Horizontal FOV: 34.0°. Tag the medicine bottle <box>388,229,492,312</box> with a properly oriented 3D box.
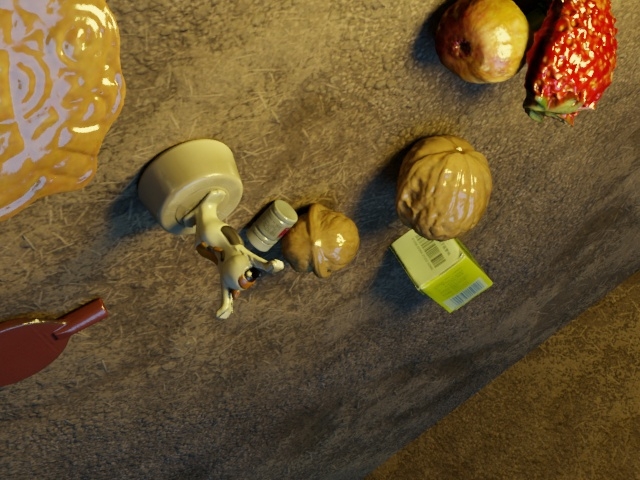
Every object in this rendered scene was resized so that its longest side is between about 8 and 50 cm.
[{"bbox_3d":[0.283,0.059,2.433,0.141,0.137,0.250,-35,152,9],"label":"medicine bottle"}]

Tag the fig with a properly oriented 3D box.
[{"bbox_3d":[0.318,-0.347,1.804,0.257,0.159,0.159,-10,146,-43],"label":"fig"}]

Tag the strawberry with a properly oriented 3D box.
[{"bbox_3d":[0.450,-0.347,1.786,0.306,0.137,0.233,-69,160,1],"label":"strawberry"}]

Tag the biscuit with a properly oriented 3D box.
[{"bbox_3d":[-0.413,-0.190,1.279,0.365,0.062,0.385,-17,126,-27],"label":"biscuit"}]

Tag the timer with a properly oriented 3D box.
[{"bbox_3d":[-0.173,-0.014,1.728,0.175,0.266,0.175,-23,152,-13],"label":"timer"}]

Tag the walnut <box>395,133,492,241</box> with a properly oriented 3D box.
[{"bbox_3d":[0.239,-0.101,2.067,0.213,0.213,0.213,-23,151,-14],"label":"walnut"}]

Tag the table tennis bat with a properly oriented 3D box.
[{"bbox_3d":[-0.542,0.195,1.954,0.310,0.038,0.200,-27,152,-6],"label":"table tennis bat"}]

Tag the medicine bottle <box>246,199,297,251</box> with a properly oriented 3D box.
[{"bbox_3d":[-0.093,-0.029,2.004,0.091,0.058,0.058,-45,149,25],"label":"medicine bottle"}]

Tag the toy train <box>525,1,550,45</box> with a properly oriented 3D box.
[{"bbox_3d":[0.383,-0.381,1.911,0.122,0.050,0.081,-35,141,5],"label":"toy train"}]

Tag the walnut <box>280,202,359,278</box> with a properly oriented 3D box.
[{"bbox_3d":[0.000,0.000,2.054,0.166,0.149,0.166,-7,180,0],"label":"walnut"}]
